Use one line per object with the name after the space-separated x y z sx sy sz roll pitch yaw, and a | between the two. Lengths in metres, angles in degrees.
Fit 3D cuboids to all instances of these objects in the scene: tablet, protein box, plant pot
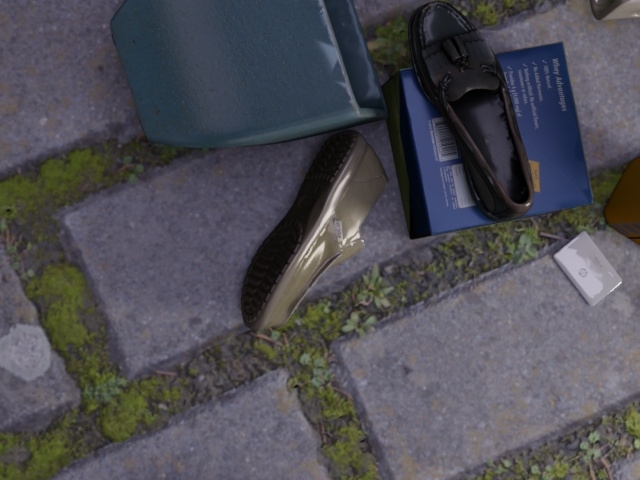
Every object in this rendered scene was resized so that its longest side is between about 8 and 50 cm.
0.339 0.036 1.700 0.054 0.006 0.083 -38 93 -7 | tablet
0.198 -0.118 1.619 0.201 0.136 0.200 -11 90 -8 | protein box
-0.089 -0.218 1.538 0.252 0.248 0.247 -19 91 12 | plant pot

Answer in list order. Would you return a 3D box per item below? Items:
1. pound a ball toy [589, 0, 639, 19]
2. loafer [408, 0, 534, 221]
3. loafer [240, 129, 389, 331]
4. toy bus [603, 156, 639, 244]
0.494 -0.388 1.669 0.319 0.136 0.208 -6 87 -8 | pound a ball toy
0.180 -0.150 1.505 0.096 0.084 0.267 -23 91 -6 | loafer
0.000 0.000 1.607 0.092 0.102 0.268 31 91 -26 | loafer
0.456 -0.042 1.554 0.130 0.333 0.108 32 85 -6 | toy bus
